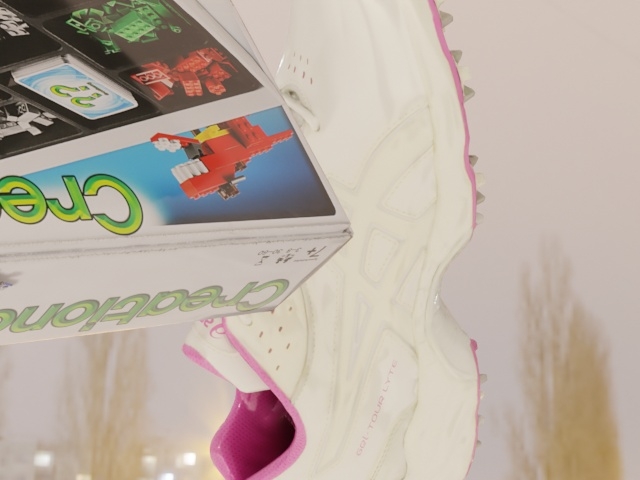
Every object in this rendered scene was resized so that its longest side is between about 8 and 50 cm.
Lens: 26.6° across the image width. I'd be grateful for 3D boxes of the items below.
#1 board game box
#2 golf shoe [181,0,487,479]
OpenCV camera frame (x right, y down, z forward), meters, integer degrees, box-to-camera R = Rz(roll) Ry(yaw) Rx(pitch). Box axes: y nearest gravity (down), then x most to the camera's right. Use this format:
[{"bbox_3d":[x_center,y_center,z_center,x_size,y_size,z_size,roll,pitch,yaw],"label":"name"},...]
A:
[{"bbox_3d":[-0.146,-0.061,0.345,0.305,0.193,0.053,-4,-31,-46],"label":"board game box"},{"bbox_3d":[0.000,0.000,0.641,0.140,0.306,0.115,-13,23,-18],"label":"golf shoe"}]
